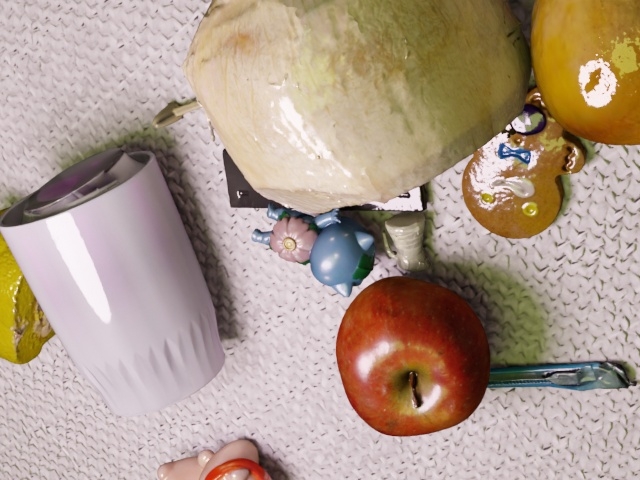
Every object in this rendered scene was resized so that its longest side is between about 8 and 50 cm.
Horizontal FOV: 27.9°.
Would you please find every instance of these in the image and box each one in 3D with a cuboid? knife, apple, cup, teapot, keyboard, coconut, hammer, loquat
[{"bbox_3d":[0.302,0.198,1.843,0.296,0.026,0.044,-6,123,30],"label":"knife"},{"bbox_3d":[0.131,0.155,1.803,0.230,0.230,0.230,12,119,22],"label":"apple"},{"bbox_3d":[-0.308,0.062,1.958,0.253,0.253,0.371,-10,110,31],"label":"cup"},{"bbox_3d":[0.122,0.005,1.824,0.067,0.057,0.083,-2,118,24],"label":"teapot"},{"bbox_3d":[0.004,-0.087,1.856,0.317,0.027,0.106,2,112,27],"label":"keyboard"},{"bbox_3d":[0.026,-0.239,1.552,0.404,0.404,0.405,12,119,22],"label":"coconut"},{"bbox_3d":[-0.159,-0.205,1.869,0.195,0.060,0.028,-17,105,29],"label":"hammer"},{"bbox_3d":[0.371,-0.232,1.444,0.276,0.284,0.276,0,94,4],"label":"loquat"}]

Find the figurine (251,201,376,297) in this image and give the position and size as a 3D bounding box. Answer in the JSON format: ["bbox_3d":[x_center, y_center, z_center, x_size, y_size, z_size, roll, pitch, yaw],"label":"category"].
[{"bbox_3d":[-0.001,0.004,1.854,0.178,0.144,0.114,23,88,11],"label":"figurine"}]

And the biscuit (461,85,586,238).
[{"bbox_3d":[0.261,-0.108,1.706,0.180,0.039,0.236,14,122,20],"label":"biscuit"}]

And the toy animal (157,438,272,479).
[{"bbox_3d":[-0.158,0.419,2.124,0.197,0.171,0.171,-5,112,38],"label":"toy animal"}]

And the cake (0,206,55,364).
[{"bbox_3d":[-0.506,0.082,2.115,0.156,0.179,0.260,22,122,18],"label":"cake"}]
